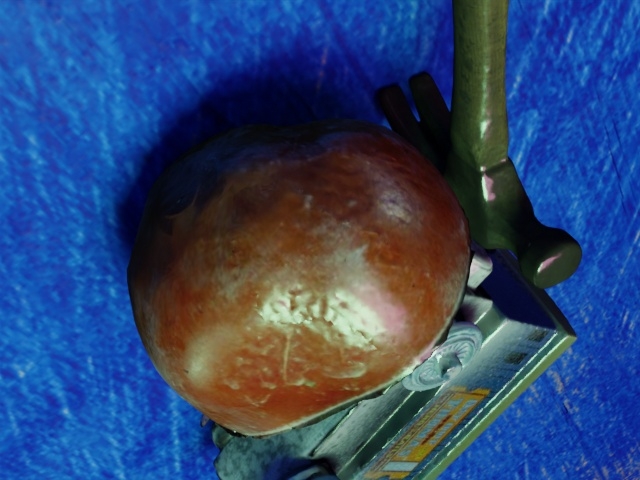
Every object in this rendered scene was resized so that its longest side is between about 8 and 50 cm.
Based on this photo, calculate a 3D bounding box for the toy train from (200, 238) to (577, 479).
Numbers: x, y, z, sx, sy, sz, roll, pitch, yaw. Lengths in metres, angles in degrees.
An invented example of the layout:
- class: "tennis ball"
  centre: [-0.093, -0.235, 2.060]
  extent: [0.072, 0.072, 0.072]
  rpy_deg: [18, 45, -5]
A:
- class: "toy train"
  centre: [0.050, 0.121, 1.103]
  extent: [0.300, 0.131, 0.202]
  rpy_deg: [-47, 148, 18]

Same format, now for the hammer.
- class: "hammer"
  centre: [0.093, -0.171, 0.774]
  extent: [0.044, 0.168, 0.440]
  rpy_deg: [-26, 138, -22]

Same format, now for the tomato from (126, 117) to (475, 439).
- class: "tomato"
  centre: [-0.031, 0.008, 0.862]
  extent: [0.214, 0.181, 0.155]
  rpy_deg: [-33, 129, 22]
